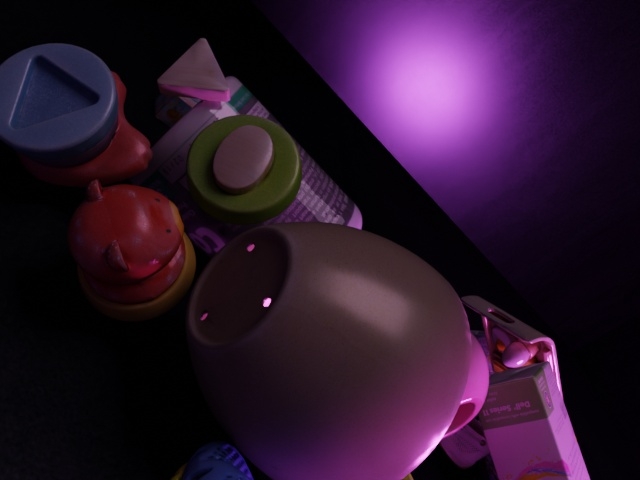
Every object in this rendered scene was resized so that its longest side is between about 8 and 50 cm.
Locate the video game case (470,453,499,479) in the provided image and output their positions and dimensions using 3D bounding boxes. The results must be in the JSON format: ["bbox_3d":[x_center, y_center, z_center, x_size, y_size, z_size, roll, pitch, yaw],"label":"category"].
[{"bbox_3d":[0.382,0.514,1.146,0.275,0.035,0.248,44,21,-21],"label":"video game case"}]

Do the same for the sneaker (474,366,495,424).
[{"bbox_3d":[0.345,0.315,1.325,0.292,0.110,0.118,62,13,25],"label":"sneaker"}]

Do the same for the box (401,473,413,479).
[{"bbox_3d":[0.123,0.360,0.731,0.109,0.043,0.178,63,0,-11],"label":"box"}]

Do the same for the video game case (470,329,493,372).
[{"bbox_3d":[0.462,0.324,1.460,0.226,0.026,0.206,60,-16,-2],"label":"video game case"}]

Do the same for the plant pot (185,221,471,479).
[{"bbox_3d":[-0.022,0.090,0.601,0.191,0.284,0.284,42,21,-38],"label":"plant pot"}]

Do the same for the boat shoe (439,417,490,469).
[{"bbox_3d":[0.217,0.285,1.088,0.277,0.096,0.098,49,19,-7],"label":"boat shoe"}]

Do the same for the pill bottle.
[{"bbox_3d":[-0.072,-0.034,0.850,0.361,0.204,0.204,45,20,-16],"label":"pill bottle"}]

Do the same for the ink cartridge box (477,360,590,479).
[{"bbox_3d":[0.394,0.409,1.052,0.207,0.119,0.353,6,66,-62],"label":"ink cartridge box"}]

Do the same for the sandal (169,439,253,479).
[{"bbox_3d":[-0.026,0.253,0.448,0.126,0.138,0.317,52,-7,-31],"label":"sandal"}]

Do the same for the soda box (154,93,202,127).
[{"bbox_3d":[-0.206,-0.203,1.068,0.183,0.058,0.063,36,25,-39],"label":"soda box"}]

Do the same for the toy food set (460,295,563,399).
[{"bbox_3d":[0.414,0.286,1.320,0.220,0.092,0.306,35,-33,58],"label":"toy food set"}]

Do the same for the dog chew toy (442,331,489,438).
[{"bbox_3d":[0.120,0.156,0.973,0.207,0.206,0.331,29,21,-48],"label":"dog chew toy"}]

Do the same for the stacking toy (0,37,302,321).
[{"bbox_3d":[-0.178,-0.108,0.621,0.309,0.280,0.130,54,-16,16],"label":"stacking toy"}]
